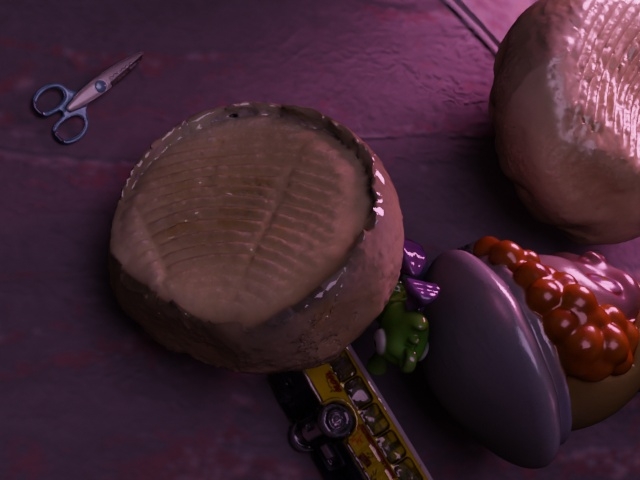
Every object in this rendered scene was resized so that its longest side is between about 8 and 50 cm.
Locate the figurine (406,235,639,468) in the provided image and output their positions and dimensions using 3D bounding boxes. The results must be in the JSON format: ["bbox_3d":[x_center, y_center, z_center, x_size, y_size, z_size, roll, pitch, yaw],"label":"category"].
[{"bbox_3d":[0.264,0.111,1.548,0.382,0.224,0.205,6,105,-28],"label":"figurine"}]

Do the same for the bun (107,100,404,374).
[{"bbox_3d":[-0.048,0.006,1.451,0.259,0.152,0.259,-6,54,9],"label":"bun"}]

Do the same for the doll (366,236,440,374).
[{"bbox_3d":[0.061,0.058,1.490,0.050,0.115,0.190,18,24,-22],"label":"doll"}]

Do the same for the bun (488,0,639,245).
[{"bbox_3d":[0.258,-0.117,1.640,0.259,0.160,0.259,15,66,-38],"label":"bun"}]

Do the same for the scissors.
[{"bbox_3d":[-0.206,-0.137,1.509,0.119,0.014,0.058,-39,98,-25],"label":"scissors"}]

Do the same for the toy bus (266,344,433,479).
[{"bbox_3d":[0.037,0.198,1.494,0.074,0.081,0.226,-30,86,-33],"label":"toy bus"}]
